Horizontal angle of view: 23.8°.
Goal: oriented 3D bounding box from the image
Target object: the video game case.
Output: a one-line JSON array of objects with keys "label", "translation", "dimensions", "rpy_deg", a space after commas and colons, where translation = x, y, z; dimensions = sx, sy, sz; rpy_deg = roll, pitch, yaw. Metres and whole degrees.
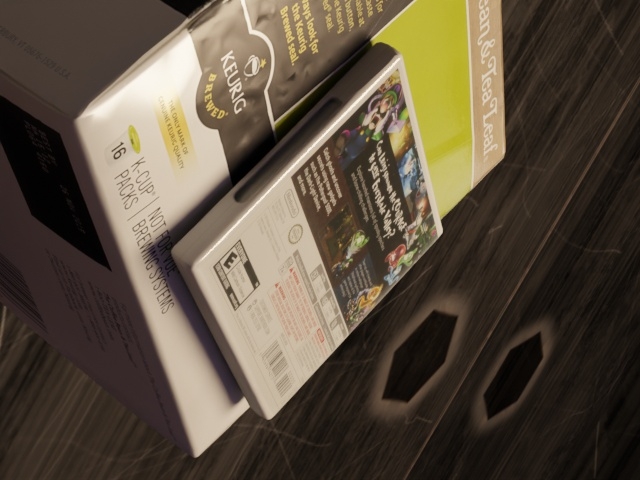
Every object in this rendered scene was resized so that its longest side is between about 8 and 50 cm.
[{"label": "video game case", "translation": [0.000, 0.000, 0.896], "dimensions": [0.173, 0.022, 0.190], "rpy_deg": [-46, 149, -17]}]

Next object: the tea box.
[{"label": "tea box", "translation": [-0.065, -0.109, 0.937], "dimensions": [0.323, 0.220, 0.329], "rpy_deg": [-42, 148, -23]}]
